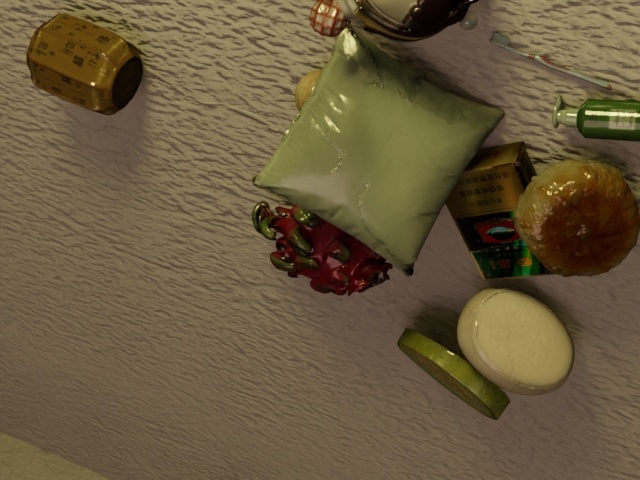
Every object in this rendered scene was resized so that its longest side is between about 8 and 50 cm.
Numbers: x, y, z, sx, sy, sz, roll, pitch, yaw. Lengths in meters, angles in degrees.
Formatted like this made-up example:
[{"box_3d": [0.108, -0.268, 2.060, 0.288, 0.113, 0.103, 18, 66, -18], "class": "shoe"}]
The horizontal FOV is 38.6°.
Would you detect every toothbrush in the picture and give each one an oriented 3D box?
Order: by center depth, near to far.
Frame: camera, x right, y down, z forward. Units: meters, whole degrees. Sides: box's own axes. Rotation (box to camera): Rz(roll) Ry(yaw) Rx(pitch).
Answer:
[{"box_3d": [0.342, -0.265, 1.360, 0.193, 0.013, 0.019, 26, 130, 8], "class": "toothbrush"}]

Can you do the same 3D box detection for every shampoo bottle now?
[{"box_3d": [0.445, -0.180, 1.348, 0.205, 0.065, 0.065, 7, 133, 26], "class": "shampoo bottle"}]

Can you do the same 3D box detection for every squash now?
[{"box_3d": [0.258, 0.262, 1.816, 0.252, 0.049, 0.252, 36, 173, 5], "class": "squash"}]

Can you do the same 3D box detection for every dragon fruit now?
[{"box_3d": [0.004, 0.009, 1.714, 0.273, 0.218, 0.198, -6, 89, 42], "class": "dragon fruit"}]

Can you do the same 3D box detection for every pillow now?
[{"box_3d": [0.091, -0.142, 1.463, 0.312, 0.119, 0.310, 29, 98, -9], "class": "pillow"}]

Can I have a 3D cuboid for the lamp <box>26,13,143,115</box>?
[{"box_3d": [-0.432, -0.322, 1.677, 0.185, 0.161, 0.161, 23, 139, 12], "class": "lamp"}]

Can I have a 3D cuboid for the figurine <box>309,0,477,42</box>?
[{"box_3d": [0.069, -0.415, 1.274, 0.370, 0.167, 0.281, 40, 110, 3], "class": "figurine"}]

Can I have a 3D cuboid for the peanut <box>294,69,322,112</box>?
[{"box_3d": [0.018, -0.182, 1.570, 0.120, 0.110, 0.236, 7, 132, 38], "class": "peanut"}]

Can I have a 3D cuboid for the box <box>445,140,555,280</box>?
[{"box_3d": [0.312, -0.044, 1.554, 0.159, 0.071, 0.240, -10, 123, 35], "class": "box"}]

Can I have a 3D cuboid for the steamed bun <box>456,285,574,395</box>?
[{"box_3d": [0.353, 0.189, 1.686, 0.228, 0.177, 0.131, 31, 161, -6], "class": "steamed bun"}]

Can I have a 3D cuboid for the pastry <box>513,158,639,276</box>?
[{"box_3d": [0.405, -0.031, 1.443, 0.182, 0.093, 0.192, -29, 117, 9], "class": "pastry"}]
